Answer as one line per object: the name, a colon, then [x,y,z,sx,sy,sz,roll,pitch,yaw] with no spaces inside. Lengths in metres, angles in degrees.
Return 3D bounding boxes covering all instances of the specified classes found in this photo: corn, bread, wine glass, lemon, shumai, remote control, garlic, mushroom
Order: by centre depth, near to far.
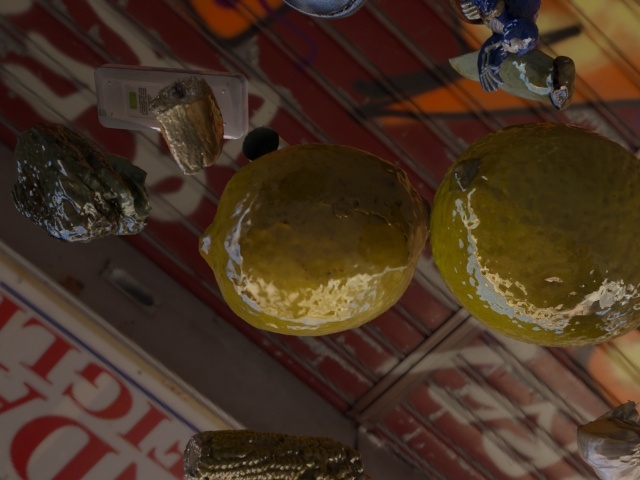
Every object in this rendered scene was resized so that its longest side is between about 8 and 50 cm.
garlic: [0.326,0.224,0.823,0.113,0.074,0.094,3,-165,-18]
lemon: [0.253,-0.006,0.853,0.267,0.267,0.267,39,-161,-16]
lemon: [0.000,0.000,0.999,0.253,0.311,0.253,171,90,-83]
bread: [-0.170,-0.157,1.026,0.125,0.082,0.106,-111,-4,-62]
corn: [-0.054,0.314,1.073,0.320,0.097,0.097,21,-151,-42]
remote control: [-0.234,-0.219,1.215,0.250,0.103,0.034,6,-157,14]
shumai: [-0.390,-0.098,1.317,0.218,0.189,0.256,0,-160,-41]
mushroom: [0.364,-0.338,1.506,0.333,0.087,0.107,42,150,51]
wine glass: [-0.082,-0.149,1.556,0.093,0.093,0.202,55,-176,30]

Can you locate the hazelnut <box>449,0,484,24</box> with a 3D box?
hazelnut: [0.334,-0.535,1.523,0.208,0.208,0.208,39,-161,-16]

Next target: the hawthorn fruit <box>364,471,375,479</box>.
hawthorn fruit: [0.007,0.453,1.275,0.262,0.210,0.210,44,-162,13]

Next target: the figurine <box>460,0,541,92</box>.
figurine: [0.308,-0.373,1.260,0.164,0.121,0.262,89,180,-51]

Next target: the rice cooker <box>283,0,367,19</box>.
rice cooker: [0.015,-0.594,1.530,0.264,0.316,0.317,12,-175,25]
